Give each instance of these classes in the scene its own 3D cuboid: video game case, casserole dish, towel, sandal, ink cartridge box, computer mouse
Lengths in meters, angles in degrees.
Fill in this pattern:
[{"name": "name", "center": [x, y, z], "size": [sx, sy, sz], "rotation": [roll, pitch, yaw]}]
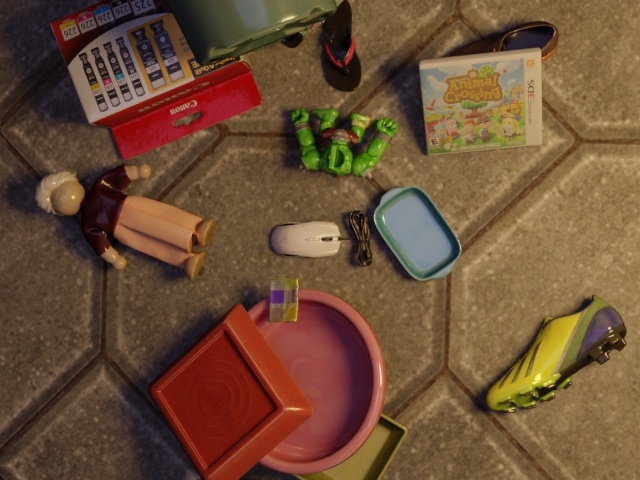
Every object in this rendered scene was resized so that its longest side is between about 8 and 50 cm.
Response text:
[{"name": "video game case", "center": [0.289, -0.245, 1.797], "size": [0.212, 0.023, 0.193], "rotation": [-5, 128, 8]}, {"name": "casserole dish", "center": [0.180, -0.014, 1.864], "size": [0.114, 0.037, 0.188], "rotation": [-35, 88, 6]}, {"name": "towel", "center": [-0.068, 0.110, 1.824], "size": [0.060, 0.009, 0.083], "rotation": [0, 81, 26]}, {"name": "sandal", "center": [0.036, -0.366, 1.870], "size": [0.067, 0.040, 0.179], "rotation": [-7, 91, 7]}, {"name": "ink cartridge box", "center": [-0.297, -0.329, 1.866], "size": [0.309, 0.130, 0.272], "rotation": [-22, 89, 6]}, {"name": "computer mouse", "center": [0.000, 0.000, 1.883], "size": [0.193, 0.042, 0.106], "rotation": [-3, 92, 7]}]

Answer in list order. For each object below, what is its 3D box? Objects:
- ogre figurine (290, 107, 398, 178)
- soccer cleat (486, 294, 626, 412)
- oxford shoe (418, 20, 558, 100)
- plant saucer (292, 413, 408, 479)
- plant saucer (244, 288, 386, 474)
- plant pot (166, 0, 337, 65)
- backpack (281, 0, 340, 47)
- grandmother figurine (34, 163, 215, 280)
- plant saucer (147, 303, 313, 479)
[{"name": "ogre figurine", "center": [0.034, -0.179, 1.849], "size": [0.197, 0.097, 0.118], "rotation": [12, 81, -5]}, {"name": "soccer cleat", "center": [0.419, 0.209, 1.830], "size": [0.289, 0.093, 0.121], "rotation": [-35, 57, 11]}, {"name": "oxford shoe", "center": [0.300, -0.326, 1.810], "size": [0.271, 0.098, 0.097], "rotation": [-28, 88, 7]}, {"name": "plant saucer", "center": [0.040, 0.384, 1.886], "size": [0.188, 0.045, 0.188], "rotation": [30, 94, 5]}, {"name": "plant saucer", "center": [-0.028, 0.257, 1.833], "size": [0.332, 0.084, 0.332], "rotation": [-4, 80, 25]}, {"name": "plant pot", "center": [-0.148, -0.487, 1.653], "size": [0.341, 0.341, 0.334], "rotation": [-20, 97, 7]}, {"name": "backpack", "center": [-0.031, -0.460, 1.835], "size": [0.182, 0.115, 0.152], "rotation": [-41, 84, 13]}, {"name": "grandmother figurine", "center": [-0.377, -0.050, 1.900], "size": [0.342, 0.104, 0.208], "rotation": [19, 85, 3]}, {"name": "plant saucer", "center": [-0.181, 0.290, 1.826], "size": [0.259, 0.048, 0.258], "rotation": [-42, 67, 12]}]
